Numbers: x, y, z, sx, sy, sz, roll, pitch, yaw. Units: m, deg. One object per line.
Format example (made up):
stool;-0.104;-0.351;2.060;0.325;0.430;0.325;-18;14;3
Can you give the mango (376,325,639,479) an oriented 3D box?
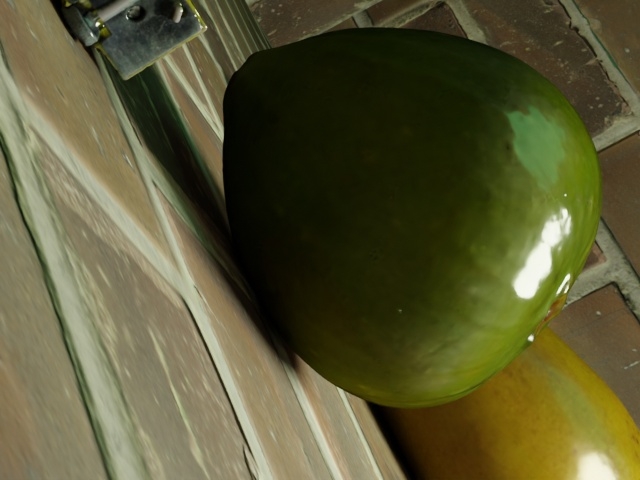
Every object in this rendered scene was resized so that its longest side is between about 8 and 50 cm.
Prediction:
mango;0.182;0.178;1.675;0.445;0.232;0.300;51;7;1

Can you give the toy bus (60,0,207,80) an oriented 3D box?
toy bus;-0.159;-0.203;0.956;0.226;0.081;0.074;54;3;-43

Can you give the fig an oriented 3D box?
fig;0.058;-0.035;1.196;0.316;0.316;0.316;61;4;-7
